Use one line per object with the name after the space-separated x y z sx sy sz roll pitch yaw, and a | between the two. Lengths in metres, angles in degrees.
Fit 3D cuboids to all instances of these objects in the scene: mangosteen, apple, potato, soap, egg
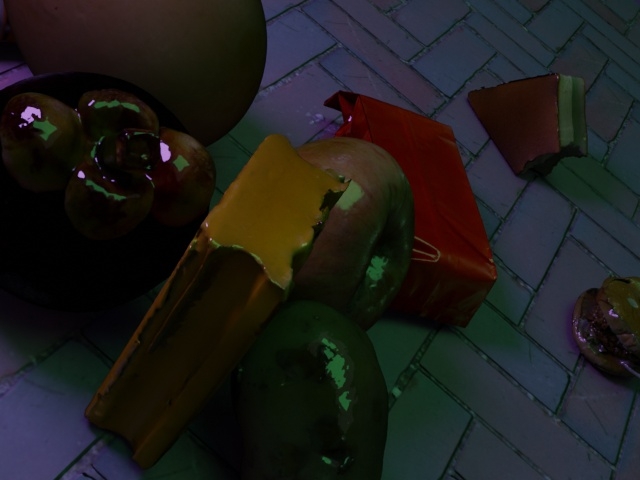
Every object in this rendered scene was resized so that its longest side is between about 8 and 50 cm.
-0.237 -0.058 0.905 0.275 0.302 0.275 8 74 -31 | mangosteen
0.000 0.000 1.062 0.194 0.261 0.261 15 29 30 | apple
-0.008 0.192 0.910 0.165 0.165 0.262 1 79 -37 | potato
-0.108 0.063 0.870 0.096 0.324 0.204 34 38 -5 | soap
-0.228 -0.282 1.100 0.301 0.301 0.374 -78 151 -48 | egg

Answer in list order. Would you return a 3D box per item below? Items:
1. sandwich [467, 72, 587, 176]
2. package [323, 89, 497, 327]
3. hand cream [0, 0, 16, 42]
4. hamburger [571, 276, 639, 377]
0.400 -0.218 1.707 0.108 0.220 0.186 -1 89 -41 | sandwich
0.126 -0.068 1.335 0.196 0.123 0.423 16 45 -28 | package
-0.515 -0.301 1.100 0.314 0.089 0.140 0 46 -33 | hand cream
0.491 0.148 1.423 0.177 0.113 0.185 19 50 -31 | hamburger
